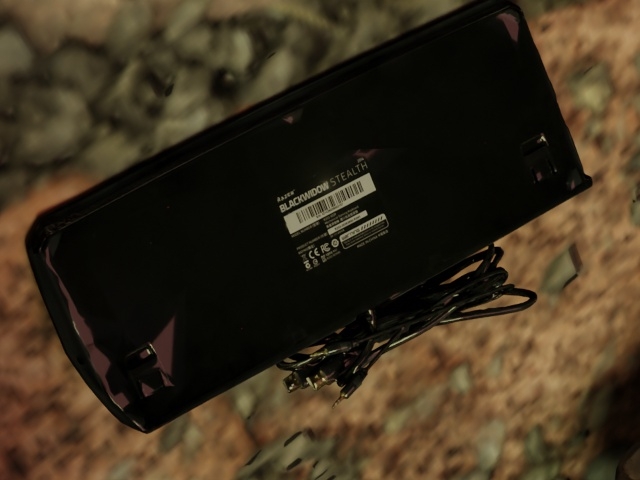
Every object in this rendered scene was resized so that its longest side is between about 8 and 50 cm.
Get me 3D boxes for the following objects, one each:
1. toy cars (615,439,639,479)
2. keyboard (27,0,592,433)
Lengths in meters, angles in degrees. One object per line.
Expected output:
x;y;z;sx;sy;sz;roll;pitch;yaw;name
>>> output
0.273;0.073;0.799;0.393;0.087;0.176;-4;84;-37;toy cars
0.000;0.000;0.637;0.192;0.038;0.100;-27;102;-25;keyboard
